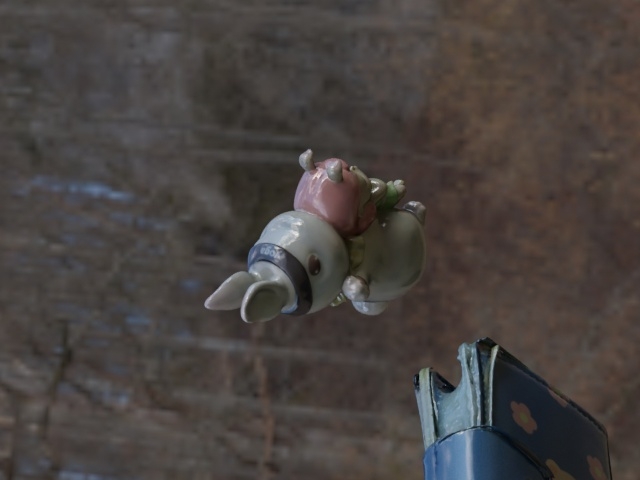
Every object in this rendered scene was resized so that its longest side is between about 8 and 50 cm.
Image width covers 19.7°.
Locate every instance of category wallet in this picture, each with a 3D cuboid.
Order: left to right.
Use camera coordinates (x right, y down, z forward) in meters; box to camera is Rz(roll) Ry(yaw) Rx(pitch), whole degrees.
[{"bbox_3d":[0.110,0.158,0.968,0.141,0.059,0.202,35,-145,-28],"label":"wallet"}]

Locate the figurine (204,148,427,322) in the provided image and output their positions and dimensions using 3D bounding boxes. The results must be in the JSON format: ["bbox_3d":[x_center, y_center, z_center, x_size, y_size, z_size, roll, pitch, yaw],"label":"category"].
[{"bbox_3d":[-0.007,-0.003,1.082,0.146,0.081,0.098,-1,-95,-50],"label":"figurine"}]
